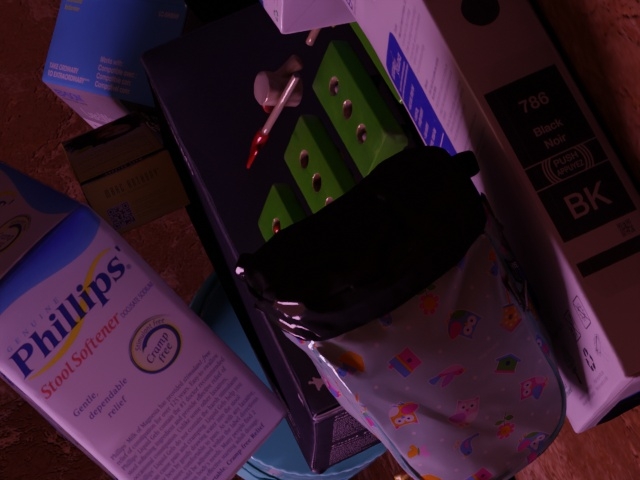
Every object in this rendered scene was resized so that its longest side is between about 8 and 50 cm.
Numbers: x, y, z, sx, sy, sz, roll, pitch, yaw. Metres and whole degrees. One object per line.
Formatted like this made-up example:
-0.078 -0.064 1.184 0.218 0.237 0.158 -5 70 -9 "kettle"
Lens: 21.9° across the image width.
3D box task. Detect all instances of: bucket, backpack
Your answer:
-0.020 0.127 1.724 0.281 0.281 0.183 65 169 5 "bucket"
0.058 0.055 0.927 0.182 0.152 0.115 56 -173 -34 "backpack"

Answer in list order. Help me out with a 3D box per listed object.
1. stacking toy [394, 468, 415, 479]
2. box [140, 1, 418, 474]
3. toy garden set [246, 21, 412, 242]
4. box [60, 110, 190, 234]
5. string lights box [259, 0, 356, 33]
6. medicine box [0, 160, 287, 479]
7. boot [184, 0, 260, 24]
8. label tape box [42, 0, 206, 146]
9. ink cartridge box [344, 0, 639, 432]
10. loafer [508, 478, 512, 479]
0.112 0.242 1.963 0.167 0.052 0.221 66 171 -15 "stacking toy"
0.000 0.000 1.461 0.312 0.179 0.343 91 154 -75 "box"
0.012 -0.099 1.220 0.203 0.049 0.244 62 141 40 "toy garden set"
-0.187 -0.065 1.551 0.232 0.087 0.058 -138 25 -70 "box"
-0.039 -0.271 1.151 0.259 0.077 0.133 -121 27 -44 "string lights box"
-0.217 0.084 1.479 0.289 0.149 0.263 48 167 -29 "medicine box"
-0.117 -0.292 1.638 0.223 0.118 0.338 41 161 57 "boot"
-0.172 -0.159 1.743 0.241 0.106 0.333 17 158 49 "label tape box"
0.110 -0.058 0.968 0.332 0.065 0.165 62 172 14 "ink cartridge box"
0.163 0.236 1.589 0.170 0.062 0.061 60 149 17 "loafer"
